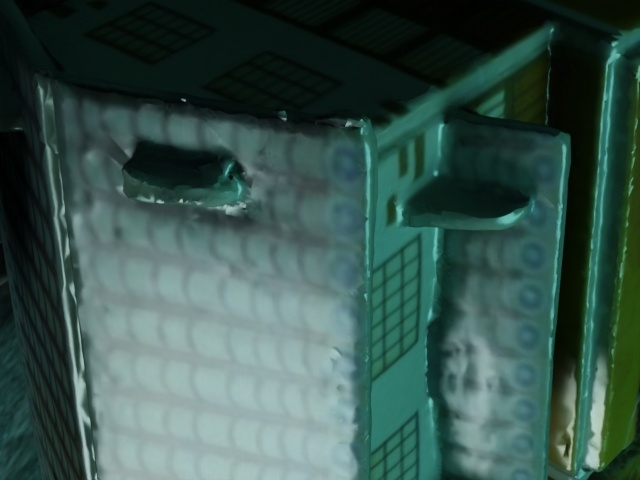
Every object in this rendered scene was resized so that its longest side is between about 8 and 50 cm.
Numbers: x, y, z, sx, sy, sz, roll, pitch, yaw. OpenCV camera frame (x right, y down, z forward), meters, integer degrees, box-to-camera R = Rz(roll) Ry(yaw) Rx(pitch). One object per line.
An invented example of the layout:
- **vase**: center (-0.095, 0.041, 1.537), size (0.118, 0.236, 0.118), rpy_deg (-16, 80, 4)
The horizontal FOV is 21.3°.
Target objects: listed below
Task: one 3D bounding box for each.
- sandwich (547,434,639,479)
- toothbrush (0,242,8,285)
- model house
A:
- **sandwich**: center (0.140, 0.056, 1.050), size (0.251, 0.226, 0.087), rpy_deg (-39, 163, -44)
- **toothbrush**: center (-0.129, 0.018, 0.580), size (0.286, 0.025, 0.020), rpy_deg (-27, 146, -59)
- **model house**: center (0.000, 0.000, 0.575), size (0.215, 0.198, 0.224), rpy_deg (-35, 138, -38)
